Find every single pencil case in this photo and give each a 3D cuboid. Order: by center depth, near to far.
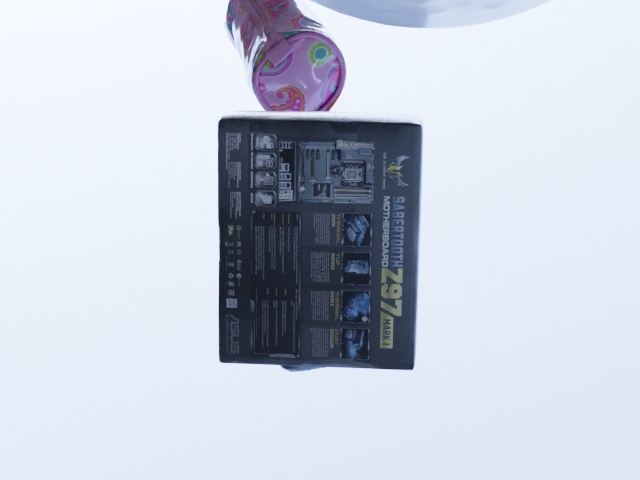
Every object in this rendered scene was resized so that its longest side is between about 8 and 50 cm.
[{"bbox_3d":[-0.051,-0.247,1.640,0.124,0.124,0.284,-24,-150,0],"label":"pencil case"}]

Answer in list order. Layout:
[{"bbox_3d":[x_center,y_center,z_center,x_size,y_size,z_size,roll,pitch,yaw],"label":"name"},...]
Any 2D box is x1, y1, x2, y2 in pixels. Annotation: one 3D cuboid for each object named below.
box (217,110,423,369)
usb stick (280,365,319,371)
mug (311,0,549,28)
[{"bbox_3d":[0.000,0.000,1.197,0.184,0.232,0.059,1,-165,5],"label":"box"},{"bbox_3d":[-0.027,0.025,1.342,0.077,0.278,0.045,-4,-143,4],"label":"usb stick"},{"bbox_3d":[0.074,-0.284,0.496,0.276,0.328,0.374,30,-89,2],"label":"mug"}]
